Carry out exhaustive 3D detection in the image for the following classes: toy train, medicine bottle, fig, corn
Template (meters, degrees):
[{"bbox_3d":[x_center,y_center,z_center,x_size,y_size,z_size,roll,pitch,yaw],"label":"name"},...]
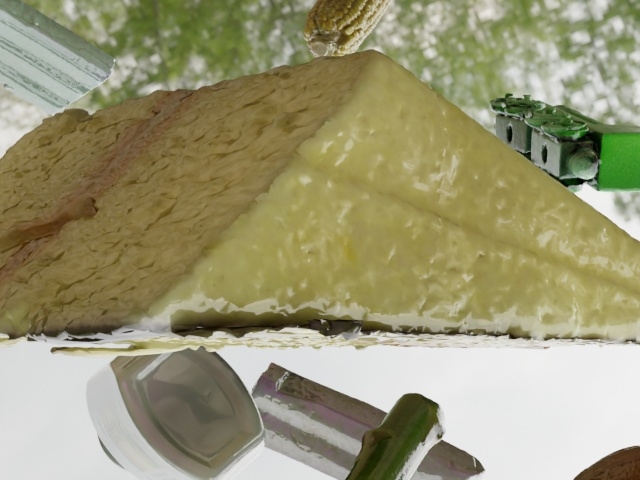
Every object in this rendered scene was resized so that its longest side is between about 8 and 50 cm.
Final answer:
[{"bbox_3d":[0.246,-0.099,1.256,0.119,0.085,0.251,-1,-165,-8],"label":"toy train"},{"bbox_3d":[-0.176,0.199,1.413,0.124,0.179,0.324,-42,-177,-20],"label":"medicine bottle"},{"bbox_3d":[0.335,0.297,1.436,0.153,0.119,0.119,-12,-155,27],"label":"fig"},{"bbox_3d":[0.046,-0.306,1.599,0.080,0.080,0.238,-10,-145,37],"label":"corn"}]

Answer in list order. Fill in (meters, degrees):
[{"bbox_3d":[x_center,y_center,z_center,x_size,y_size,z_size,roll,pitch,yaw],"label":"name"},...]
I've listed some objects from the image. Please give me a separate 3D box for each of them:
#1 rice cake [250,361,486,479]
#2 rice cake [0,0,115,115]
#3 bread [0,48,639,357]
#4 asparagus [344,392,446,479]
[{"bbox_3d":[0.043,0.245,1.497,0.298,0.106,0.050,25,-150,6],"label":"rice cake"},{"bbox_3d":[-0.351,-0.219,1.373,0.127,0.237,0.043,-26,-132,35],"label":"rice cake"},{"bbox_3d":[-0.013,0.059,0.774,0.346,0.405,0.242,-16,-139,53],"label":"bread"},{"bbox_3d":[0.063,0.236,1.279,0.060,0.067,0.277,-26,-169,30],"label":"asparagus"}]
